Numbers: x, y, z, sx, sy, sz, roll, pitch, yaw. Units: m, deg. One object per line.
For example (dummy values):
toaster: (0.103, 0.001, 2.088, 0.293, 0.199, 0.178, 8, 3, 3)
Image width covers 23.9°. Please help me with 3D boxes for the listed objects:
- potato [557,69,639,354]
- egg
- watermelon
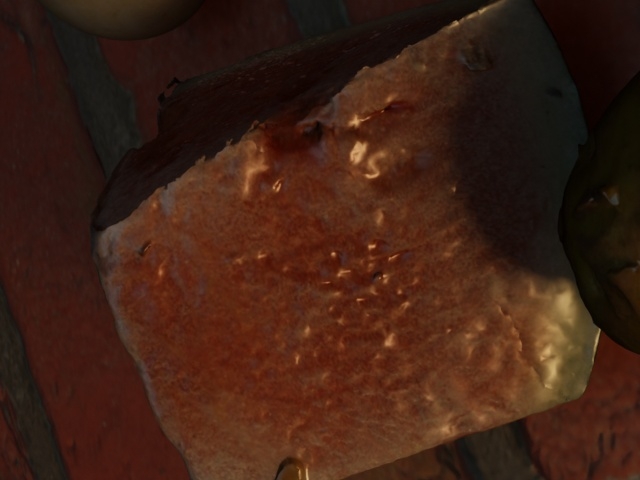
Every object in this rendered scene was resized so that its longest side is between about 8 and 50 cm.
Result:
potato: (0.192, -0.032, 0.559, 0.251, 0.113, 0.149, -35, 64, 40)
egg: (-0.124, -0.179, 0.894, 0.152, 0.114, 0.114, 40, 128, 41)
watermelon: (0.000, 0.000, 0.726, 0.262, 0.201, 0.213, -17, 96, 47)
